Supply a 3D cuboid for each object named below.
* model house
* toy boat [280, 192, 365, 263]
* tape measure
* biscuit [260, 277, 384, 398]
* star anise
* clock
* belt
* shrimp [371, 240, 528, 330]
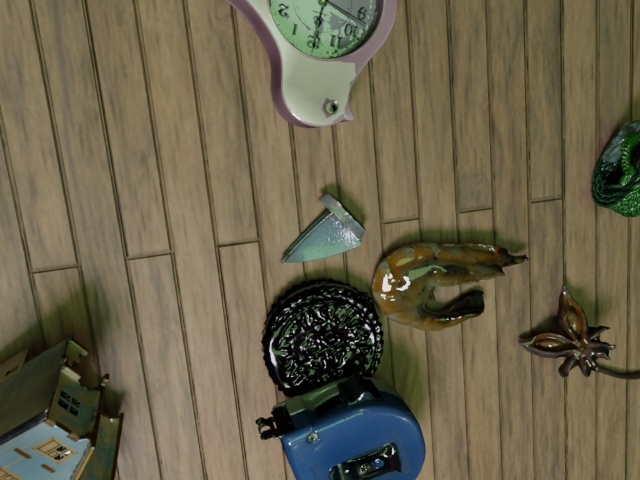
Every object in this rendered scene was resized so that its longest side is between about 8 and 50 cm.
[{"bbox_3d":[-0.347,0.267,0.792,0.271,0.178,0.206,-32,123,10],"label":"model house"},{"bbox_3d":[0.000,0.000,0.904,0.122,0.034,0.096,-44,107,7],"label":"toy boat"},{"bbox_3d":[0.057,0.365,0.929,0.215,0.098,0.352,-21,118,-8],"label":"tape measure"},{"bbox_3d":[0.003,0.151,0.917,0.194,0.053,0.195,-3,102,-14],"label":"biscuit"},{"bbox_3d":[0.469,0.182,1.058,0.227,0.218,0.148,41,51,-56],"label":"star anise"},{"bbox_3d":[-0.048,-0.303,0.805,0.290,0.080,0.276,14,97,-15],"label":"clock"},{"bbox_3d":[0.476,-0.115,0.949,0.079,0.121,0.152,23,90,-14],"label":"belt"},{"bbox_3d":[0.203,0.075,0.950,0.254,0.059,0.145,2,103,-14],"label":"shrimp"}]
